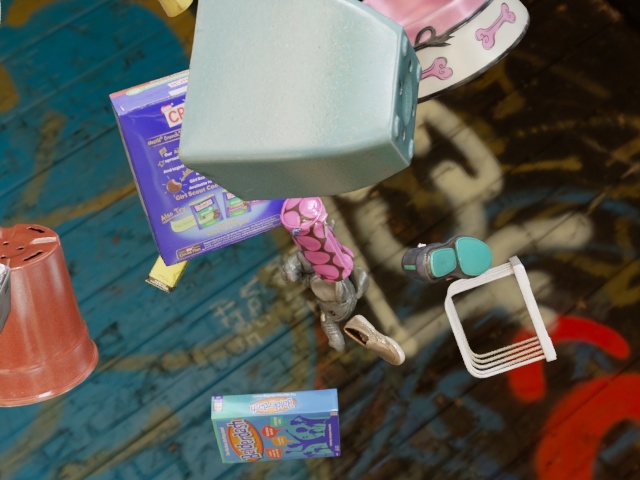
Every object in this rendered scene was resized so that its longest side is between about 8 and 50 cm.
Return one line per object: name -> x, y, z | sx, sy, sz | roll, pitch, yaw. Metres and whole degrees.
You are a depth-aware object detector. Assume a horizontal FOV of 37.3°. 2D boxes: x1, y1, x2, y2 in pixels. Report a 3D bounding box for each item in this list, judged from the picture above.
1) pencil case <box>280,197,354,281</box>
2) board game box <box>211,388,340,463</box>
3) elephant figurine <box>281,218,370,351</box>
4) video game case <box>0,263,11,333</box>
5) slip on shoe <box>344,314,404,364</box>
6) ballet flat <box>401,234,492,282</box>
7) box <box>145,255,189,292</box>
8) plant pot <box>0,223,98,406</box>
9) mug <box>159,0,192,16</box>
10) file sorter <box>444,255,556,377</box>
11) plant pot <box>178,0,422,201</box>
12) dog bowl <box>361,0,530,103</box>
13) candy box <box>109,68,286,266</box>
pencil case -> 0.000, 0.000, 1.788 | 0.098, 0.095, 0.209 | 9, -26, 28
board game box -> -0.073, 0.319, 1.620 | 0.160, 0.210, 0.047 | 85, 1, -50
elephant figurine -> 0.034, 0.113, 2.286 | 0.239, 0.169, 0.186 | 47, -20, 16
video game case -> -0.538, 0.159, 1.457 | 0.042, 0.210, 0.232 | 23, -24, -8
slip on shoe -> 0.104, 0.199, 1.847 | 0.135, 0.041, 0.051 | 42, -44, 21
ballet flat -> 0.187, 0.029, 1.440 | 0.074, 0.203, 0.074 | 3, -85, 36
box -> -0.271, -0.009, 1.920 | 0.058, 0.232, 0.087 | 29, -1, -2
plant pot -> -0.575, 0.127, 1.793 | 0.272, 0.272, 0.265 | 36, -45, 51
mug -> -0.281, -0.472, 1.809 | 0.078, 0.062, 0.064 | 5, -34, 42
file sorter -> 0.359, 0.158, 1.939 | 0.278, 0.173, 0.193 | -13, 82, -81
plant pot -> -0.007, -0.187, 1.222 | 0.252, 0.247, 0.247 | 4, -8, 17
dog bowl -> 0.218, -0.446, 1.979 | 0.150, 0.408, 0.408 | 58, -15, -27
candy box -> -0.211, -0.149, 1.730 | 0.122, 0.268, 0.317 | -131, -155, -54
